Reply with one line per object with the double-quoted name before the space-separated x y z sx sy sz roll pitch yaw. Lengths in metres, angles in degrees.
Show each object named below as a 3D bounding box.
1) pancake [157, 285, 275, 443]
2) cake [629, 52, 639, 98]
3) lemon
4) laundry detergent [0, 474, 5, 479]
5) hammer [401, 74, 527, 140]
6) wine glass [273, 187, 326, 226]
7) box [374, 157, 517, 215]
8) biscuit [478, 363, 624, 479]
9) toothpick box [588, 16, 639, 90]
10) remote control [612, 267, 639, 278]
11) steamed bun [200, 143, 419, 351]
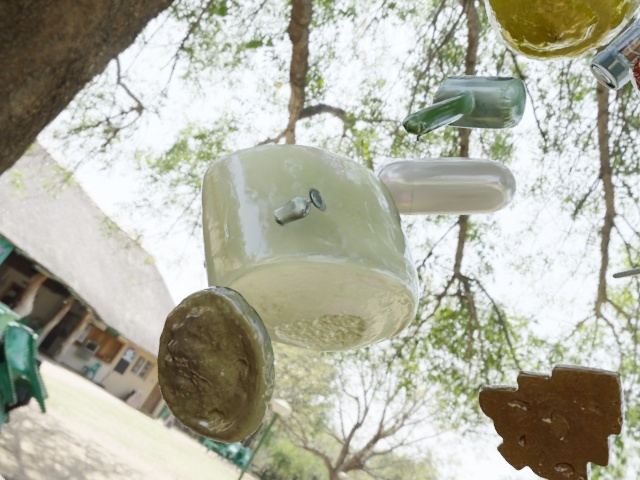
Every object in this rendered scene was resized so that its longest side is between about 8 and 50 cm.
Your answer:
"pancake" -0.166 0.190 0.803 0.242 0.242 0.050 14 10 33
"cake" 0.726 -0.368 1.074 0.117 0.220 0.086 55 17 3
"lemon" 0.519 -0.559 1.150 0.348 0.348 0.348 25 -23 11
"laundry detergent" -0.196 0.236 0.247 0.398 0.125 0.264 41 4 -2
"hammer" 0.286 -0.273 1.151 0.206 0.335 0.119 14 -58 42
"wine glass" -0.034 -0.049 0.854 0.083 0.039 0.042 -27 -50 31
"box" 0.309 -0.143 1.398 0.349 0.141 0.289 0 12 3
"biscuit" 0.480 0.358 1.069 0.278 0.043 0.301 51 -60 18
"toothpick box" 0.771 -0.468 1.350 0.101 0.153 0.101 43 13 -12
"remote control" 0.984 0.089 1.599 0.067 0.029 0.261 -6 -11 -13
"steamed bun" 0.000 0.000 1.080 0.456 0.371 0.290 15 -39 -33
